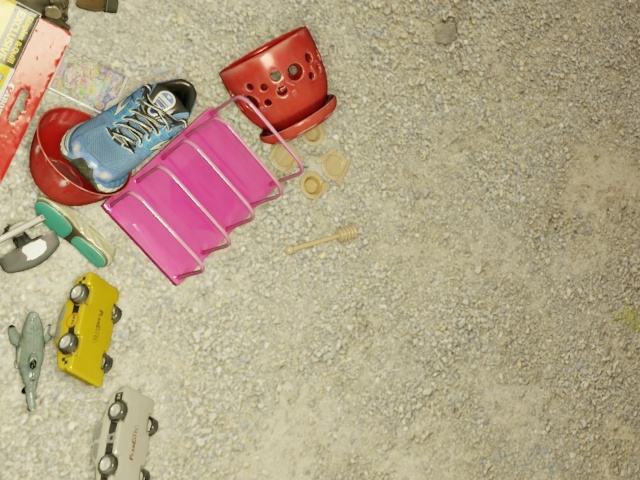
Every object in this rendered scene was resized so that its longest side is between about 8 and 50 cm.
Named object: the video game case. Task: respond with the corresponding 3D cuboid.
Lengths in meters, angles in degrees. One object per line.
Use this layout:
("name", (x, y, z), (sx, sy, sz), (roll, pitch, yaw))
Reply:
("video game case", (-0.420, -0.284, 1.538), (0.122, 0.011, 0.087), (26, 72, -24))

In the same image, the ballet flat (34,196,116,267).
("ballet flat", (-0.427, -0.020, 1.489), (0.168, 0.057, 0.052), (48, 37, -19))

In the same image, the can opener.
("can opener", (-0.563, 0.045, 1.387), (0.283, 0.076, 0.095), (-34, 100, -26))

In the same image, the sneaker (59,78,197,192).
("sneaker", (-0.312, -0.199, 1.435), (0.130, 0.147, 0.330), (46, 34, -10))

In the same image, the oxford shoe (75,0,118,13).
("oxford shoe", (-0.419, -0.525, 1.529), (0.096, 0.083, 0.227), (-4, 84, -22))

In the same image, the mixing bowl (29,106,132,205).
("mixing bowl", (-0.425, -0.127, 1.450), (0.181, 0.098, 0.181), (35, 35, -28))

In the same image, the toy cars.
("toy cars", (-0.379, 0.255, 1.452), (0.176, 0.087, 0.394), (-25, 100, -65))

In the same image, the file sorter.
("file sorter", (-0.202, -0.095, 1.536), (0.202, 0.182, 0.291), (49, 65, -14))

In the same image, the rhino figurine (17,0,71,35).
("rhino figurine", (-0.539, -0.422, 1.443), (0.243, 0.073, 0.106), (15, 37, -28))

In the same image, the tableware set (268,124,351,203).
("tableware set", (-0.019, -0.164, 1.736), (0.169, 0.020, 0.141), (48, 65, -15))

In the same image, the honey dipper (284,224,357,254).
("honey dipper", (0.000, 0.000, 1.723), (0.160, 0.030, 0.030), (-15, 91, -27))

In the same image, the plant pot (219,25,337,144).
("plant pot", (-0.072, -0.292, 1.632), (0.191, 0.191, 0.174), (-40, 111, -26))

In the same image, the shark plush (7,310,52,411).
("shark plush", (-0.488, 0.199, 1.413), (0.073, 0.067, 0.161), (15, 77, -26))

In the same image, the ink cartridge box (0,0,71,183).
("ink cartridge box", (-0.567, -0.250, 1.326), (0.272, 0.130, 0.309), (24, 96, -28))
